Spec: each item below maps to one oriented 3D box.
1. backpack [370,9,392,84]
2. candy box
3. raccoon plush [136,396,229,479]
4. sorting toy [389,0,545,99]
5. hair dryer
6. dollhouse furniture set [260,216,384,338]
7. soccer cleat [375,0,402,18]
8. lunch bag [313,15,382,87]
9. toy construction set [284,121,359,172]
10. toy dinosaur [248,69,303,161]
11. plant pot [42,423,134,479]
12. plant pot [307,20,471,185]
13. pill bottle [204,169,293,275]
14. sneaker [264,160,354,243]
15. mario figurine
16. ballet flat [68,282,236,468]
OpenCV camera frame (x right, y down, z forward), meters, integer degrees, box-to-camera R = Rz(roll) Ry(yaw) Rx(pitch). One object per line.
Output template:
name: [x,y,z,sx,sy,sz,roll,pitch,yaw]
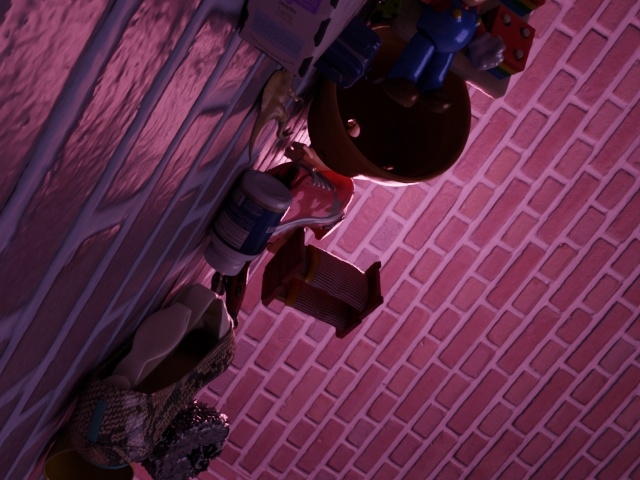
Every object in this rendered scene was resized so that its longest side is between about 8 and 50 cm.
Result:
backpack: [0.201,-0.427,1.423,0.276,0.213,0.263,-54,171,-26]
candy box: [0.024,-0.252,0.554,0.165,0.070,0.196,-57,180,-33]
raccoon plush: [-0.391,0.360,1.595,0.216,0.299,0.446,-41,144,-14]
sorting toy: [0.286,-0.434,1.266,0.089,0.255,0.257,-12,-125,64]
hair dryer: [-0.153,0.065,1.442,0.223,0.080,0.293,-112,-144,-49]
dollhouse furniture set: [0.000,0.000,1.497,0.152,0.201,0.374,-48,-152,34]
soccer cleat: [0.126,-0.437,1.128,0.179,0.060,0.072,117,-18,-62]
lunch bag: [0.021,-0.229,0.842,0.065,0.098,0.067,-53,-175,-16]
toy construction set: [0.044,-0.228,1.560,0.327,0.151,0.215,-45,-155,-24]
toy dinosaur: [-0.061,-0.168,0.883,0.183,0.053,0.092,-63,167,-15]
plant pot: [-0.354,0.321,1.097,0.134,0.134,0.095,-55,-154,33]
plant pot: [0.104,-0.234,1.317,0.291,0.291,0.203,-56,-162,-21]
pill bottle: [-0.126,-0.026,1.171,0.169,0.094,0.094,-55,-179,24]
sneaker: [-0.033,-0.091,1.325,0.314,0.116,0.136,-25,147,-42]
mario figurine: [0.221,-0.352,1.099,0.320,0.170,0.198,-68,169,26]
ballet flat: [-0.238,0.174,1.152,0.483,0.164,0.182,-52,161,-69]
